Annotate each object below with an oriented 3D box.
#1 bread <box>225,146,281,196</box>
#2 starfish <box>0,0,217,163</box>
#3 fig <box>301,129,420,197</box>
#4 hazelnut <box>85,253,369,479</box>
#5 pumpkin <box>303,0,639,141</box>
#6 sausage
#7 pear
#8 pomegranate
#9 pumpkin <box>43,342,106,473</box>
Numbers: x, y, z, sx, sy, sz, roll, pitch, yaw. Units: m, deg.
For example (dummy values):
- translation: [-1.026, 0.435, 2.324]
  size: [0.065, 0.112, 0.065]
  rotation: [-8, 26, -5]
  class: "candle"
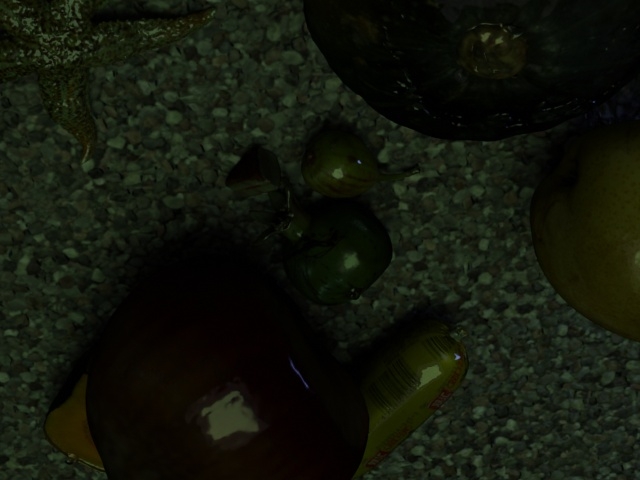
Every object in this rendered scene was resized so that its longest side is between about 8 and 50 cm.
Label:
- translation: [-0.083, -0.094, 2.012]
  size: [0.043, 0.109, 0.062]
  rotation: [27, 76, -26]
  class: "bread"
- translation: [-0.328, -0.268, 1.862]
  size: [0.347, 0.078, 0.358]
  rotation: [25, 120, -17]
  class: "starfish"
- translation: [0.058, -0.092, 1.998]
  size: [0.166, 0.093, 0.093]
  rotation: [14, 123, -10]
  class: "fig"
- translation: [-0.131, 0.214, 2.052]
  size: [0.359, 0.359, 0.409]
  rotation: [-21, 122, 11]
  class: "hazelnut"
- translation: [0.193, -0.313, 1.694]
  size: [0.454, 0.344, 0.454]
  rotation: [-3, 136, -3]
  class: "pumpkin"
- translation: [0.096, 0.235, 2.215]
  size: [0.123, 0.123, 0.347]
  rotation: [32, 118, -24]
  class: "sausage"
- translation: [0.427, -0.011, 1.962]
  size: [0.314, 0.314, 0.314]
  rotation: [-2, 125, -3]
  class: "pear"
- translation: [0.000, 0.000, 2.040]
  size: [0.152, 0.131, 0.191]
  rotation: [-39, 112, 25]
  class: "pomegranate"
- translation: [-0.336, 0.234, 2.204]
  size: [0.163, 0.111, 0.278]
  rotation: [-8, 139, 19]
  class: "pumpkin"
